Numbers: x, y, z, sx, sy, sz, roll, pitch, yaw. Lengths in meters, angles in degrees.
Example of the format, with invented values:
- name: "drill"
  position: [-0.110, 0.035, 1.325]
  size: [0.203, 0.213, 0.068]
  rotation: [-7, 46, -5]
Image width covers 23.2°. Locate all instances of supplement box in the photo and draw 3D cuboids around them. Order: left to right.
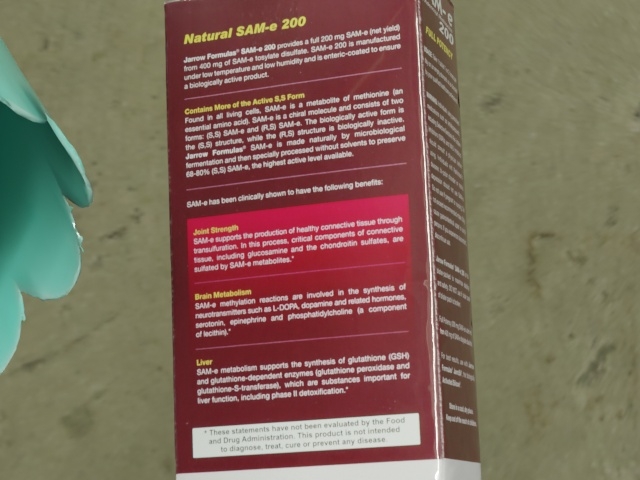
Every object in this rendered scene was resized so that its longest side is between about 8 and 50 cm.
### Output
- name: "supplement box"
  position: [0.000, 0.000, 0.732]
  size: [0.130, 0.073, 0.239]
  rotation: [-5, 79, 19]

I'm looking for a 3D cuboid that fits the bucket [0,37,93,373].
- name: "bucket"
  position: [-0.228, -0.032, 0.485]
  size: [0.281, 0.281, 0.183]
  rotation: [-34, 68, 14]
